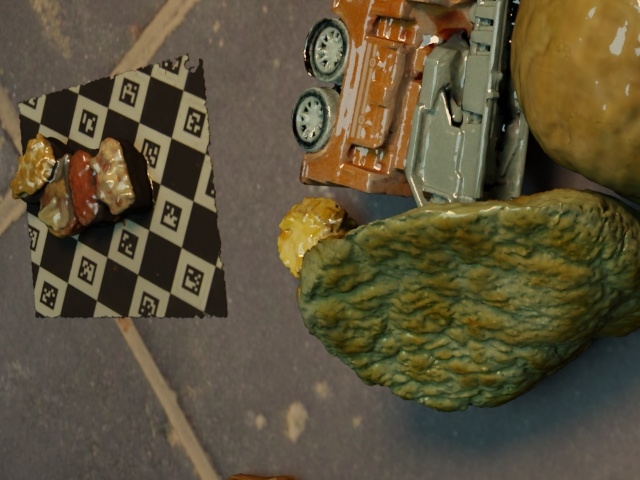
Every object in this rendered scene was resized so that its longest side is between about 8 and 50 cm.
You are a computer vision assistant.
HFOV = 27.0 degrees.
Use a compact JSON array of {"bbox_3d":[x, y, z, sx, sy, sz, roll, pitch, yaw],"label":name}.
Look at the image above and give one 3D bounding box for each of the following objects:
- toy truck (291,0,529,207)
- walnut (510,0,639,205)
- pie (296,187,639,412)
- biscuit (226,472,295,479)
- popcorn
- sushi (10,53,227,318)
[{"bbox_3d":[0.101,-0.190,1.028,0.184,0.133,0.338,23,106,51],"label":"toy truck"},{"bbox_3d":[0.253,-0.151,0.872,0.283,0.227,0.283,5,97,47],"label":"walnut"},{"bbox_3d":[0.115,0.036,0.979,0.274,0.257,0.105,-25,52,37],"label":"pie"},{"bbox_3d":[-0.046,0.306,1.256,0.215,0.034,0.182,29,109,36],"label":"biscuit"},{"bbox_3d":[0.000,0.000,1.191,0.083,0.057,0.082,-46,59,34],"label":"popcorn"},{"bbox_3d":[-0.228,-0.045,1.373,0.290,0.050,0.264,-5,89,38],"label":"sushi"}]
